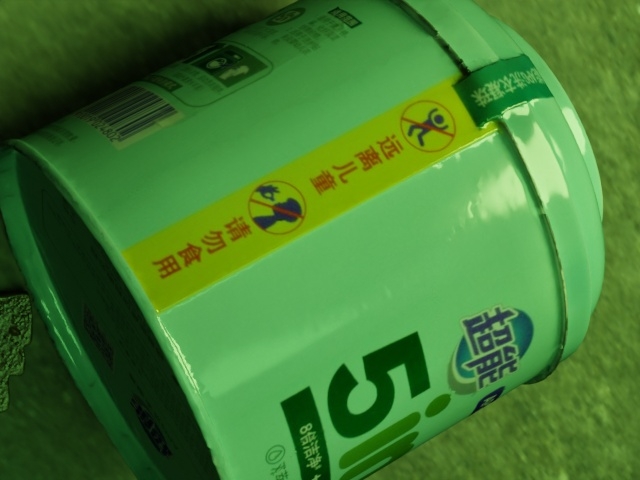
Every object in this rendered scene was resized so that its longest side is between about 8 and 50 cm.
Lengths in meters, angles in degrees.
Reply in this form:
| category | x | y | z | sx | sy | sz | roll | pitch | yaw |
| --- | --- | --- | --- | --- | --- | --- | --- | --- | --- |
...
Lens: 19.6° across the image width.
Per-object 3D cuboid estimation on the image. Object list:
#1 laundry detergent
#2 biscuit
| category | x | y | z | sx | sy | sz | roll | pitch | yaw |
| --- | --- | --- | --- | --- | --- | --- | --- | --- | --- |
| laundry detergent | 0.000 | 0.000 | 1.137 | 0.305 | 0.287 | 0.287 | -28 | 118 | -18 |
| biscuit | -0.220 | 0.068 | 1.194 | 0.082 | 0.016 | 0.092 | 38 | 85 | -28 |
